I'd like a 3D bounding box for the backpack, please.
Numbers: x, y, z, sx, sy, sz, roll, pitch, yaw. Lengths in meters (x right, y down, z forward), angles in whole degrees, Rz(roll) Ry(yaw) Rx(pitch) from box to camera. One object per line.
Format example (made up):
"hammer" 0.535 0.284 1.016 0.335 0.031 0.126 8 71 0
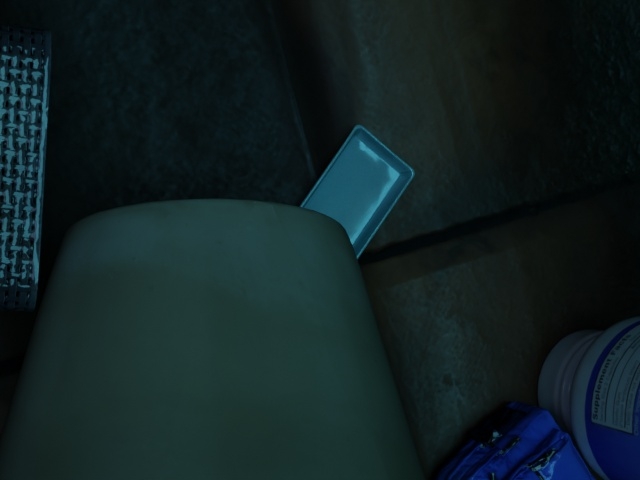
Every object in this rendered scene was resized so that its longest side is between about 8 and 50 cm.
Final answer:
"backpack" 0.159 0.205 0.786 0.120 0.101 0.098 -35 96 -14

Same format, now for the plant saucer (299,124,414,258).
"plant saucer" 0.000 0.000 0.764 0.067 0.018 0.192 39 78 -17

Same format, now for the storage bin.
"storage bin" -0.229 -0.047 0.615 0.084 0.122 0.180 3 89 -22

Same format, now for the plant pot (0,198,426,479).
"plant pot" -0.071 0.132 0.603 0.323 0.323 0.280 4 74 -22

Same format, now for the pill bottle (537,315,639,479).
"pill bottle" 0.297 0.139 0.746 0.152 0.272 0.152 0 90 -22
